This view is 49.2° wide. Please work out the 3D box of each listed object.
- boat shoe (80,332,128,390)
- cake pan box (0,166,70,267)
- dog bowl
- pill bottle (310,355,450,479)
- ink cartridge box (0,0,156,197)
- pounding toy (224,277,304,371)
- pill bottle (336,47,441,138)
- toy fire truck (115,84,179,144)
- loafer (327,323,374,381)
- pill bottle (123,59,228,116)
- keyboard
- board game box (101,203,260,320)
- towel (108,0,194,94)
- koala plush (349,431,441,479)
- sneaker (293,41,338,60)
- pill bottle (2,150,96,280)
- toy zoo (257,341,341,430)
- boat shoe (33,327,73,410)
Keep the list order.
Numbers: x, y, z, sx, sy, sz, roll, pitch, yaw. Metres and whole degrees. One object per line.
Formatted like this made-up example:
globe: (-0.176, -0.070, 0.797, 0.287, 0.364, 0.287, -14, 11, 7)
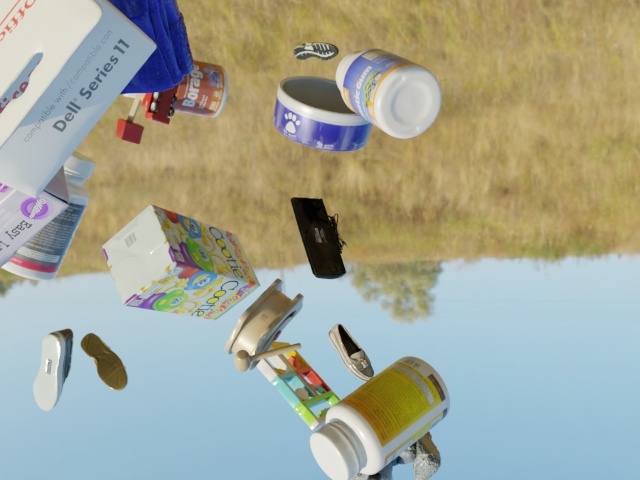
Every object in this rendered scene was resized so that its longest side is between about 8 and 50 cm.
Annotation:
boat shoe: (-0.440, 0.254, 1.448, 0.153, 0.056, 0.048, 39, 169, 27)
cake pan box: (-0.421, -0.066, 0.856, 0.266, 0.246, 0.070, -36, 142, 16)
dog bowl: (0.011, -0.337, 1.842, 0.264, 0.104, 0.265, 10, -150, -6)
pill bottle: (0.091, 0.276, 1.074, 0.215, 0.117, 0.117, -27, -163, -33)
ink cartridge box: (-0.311, -0.190, 0.713, 0.353, 0.207, 0.119, 43, -175, 36)
pounding toy: (-0.114, 0.227, 1.609, 0.154, 0.154, 0.269, 34, -132, 11)
pill bottle: (0.133, -0.330, 1.516, 0.152, 0.152, 0.272, -8, -153, -20)
toy fire truck: (-0.347, -0.289, 1.425, 0.047, 0.192, 0.135, 12, -176, -45)
loafer: (0.061, 0.216, 1.350, 0.045, 0.125, 0.039, -27, 158, -36)
pill bottle: (-0.324, -0.348, 1.555, 0.216, 0.121, 0.121, 3, 180, -33)
keyboard: (0.000, 0.000, 1.371, 0.100, 0.192, 0.038, 3, 144, -28)
board game box: (-0.272, 0.054, 1.408, 0.144, 0.142, 0.275, -38, 153, 17)
towel: (-0.307, -0.318, 0.951, 0.227, 0.076, 0.308, -8, 149, -4)
koala plush: (0.145, 0.517, 1.674, 0.196, 0.221, 0.203, 34, -168, -8)
sneaker: (-0.005, -0.416, 1.513, 0.109, 0.040, 0.044, 12, -137, 32)
pill bottle: (-0.683, -0.077, 1.736, 0.176, 0.319, 0.176, 25, -176, -2)
toy zoo: (-0.068, 0.352, 1.806, 0.293, 0.030, 0.192, 45, -164, 20)
boat shoe: (-0.658, 0.324, 1.752, 0.077, 0.220, 0.070, 24, -161, 18)
